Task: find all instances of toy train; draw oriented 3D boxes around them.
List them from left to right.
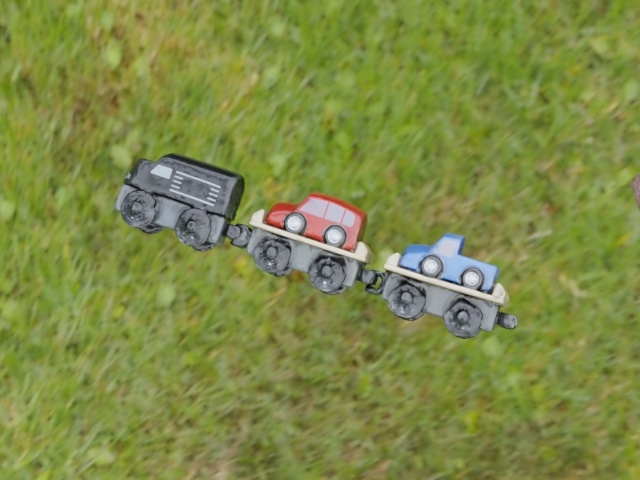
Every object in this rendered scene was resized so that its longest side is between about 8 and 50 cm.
[{"bbox_3d":[0.000,0.000,0.675,0.158,0.027,0.036,18,87,10],"label":"toy train"}]

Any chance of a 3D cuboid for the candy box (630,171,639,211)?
[{"bbox_3d":[0.304,0.048,1.347,0.071,0.159,0.233,-19,86,4],"label":"candy box"}]
